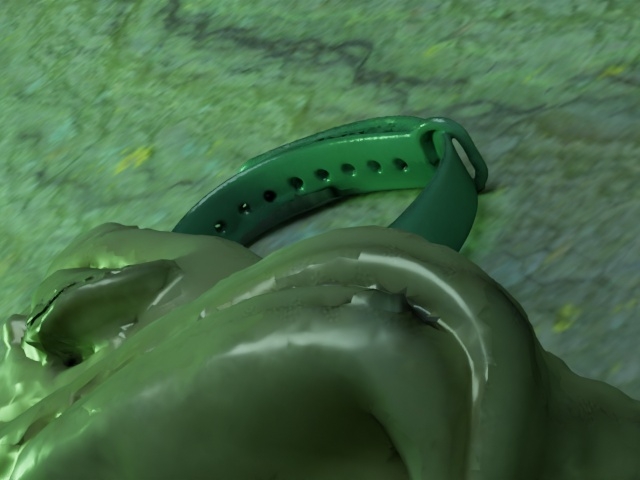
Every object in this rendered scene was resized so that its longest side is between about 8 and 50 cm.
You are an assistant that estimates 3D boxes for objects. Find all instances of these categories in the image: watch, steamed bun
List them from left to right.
[{"bbox_3d":[0.000,0.000,0.970,0.237,0.068,0.195,-23,32,19],"label":"watch"},{"bbox_3d":[0.015,0.158,0.535,0.394,0.346,0.237,23,73,23],"label":"steamed bun"}]
